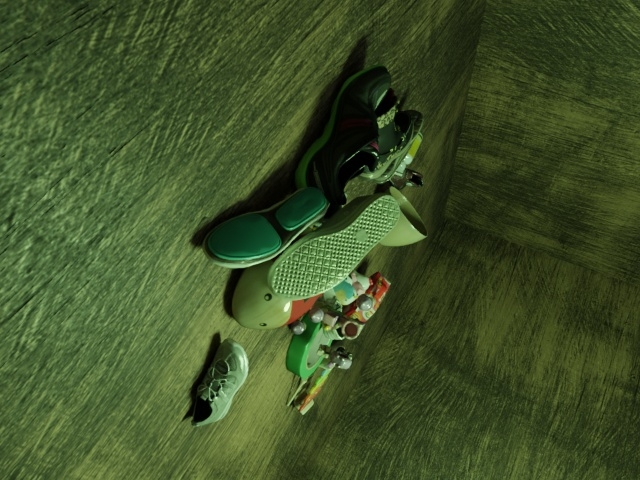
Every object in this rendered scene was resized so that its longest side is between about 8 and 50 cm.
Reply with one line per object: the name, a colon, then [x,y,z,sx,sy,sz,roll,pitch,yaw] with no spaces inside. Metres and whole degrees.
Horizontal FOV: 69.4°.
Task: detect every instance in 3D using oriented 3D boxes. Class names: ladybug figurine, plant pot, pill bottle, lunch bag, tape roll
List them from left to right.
ladybug figurine: [-0.087,0.119,1.417,0.449,0.162,0.305,-38,145,-52]
tape roll: [-0.031,0.430,1.988,0.321,0.077,0.321,-51,154,-37]
lunch bag: [0.227,0.293,2.273,0.258,0.120,0.293,-44,-176,45]
plant pot: [0.337,-0.082,2.152,0.191,0.284,0.284,-37,170,23]
pill bottle: [0.381,-0.410,2.090,0.184,0.103,0.103,-62,159,-12]

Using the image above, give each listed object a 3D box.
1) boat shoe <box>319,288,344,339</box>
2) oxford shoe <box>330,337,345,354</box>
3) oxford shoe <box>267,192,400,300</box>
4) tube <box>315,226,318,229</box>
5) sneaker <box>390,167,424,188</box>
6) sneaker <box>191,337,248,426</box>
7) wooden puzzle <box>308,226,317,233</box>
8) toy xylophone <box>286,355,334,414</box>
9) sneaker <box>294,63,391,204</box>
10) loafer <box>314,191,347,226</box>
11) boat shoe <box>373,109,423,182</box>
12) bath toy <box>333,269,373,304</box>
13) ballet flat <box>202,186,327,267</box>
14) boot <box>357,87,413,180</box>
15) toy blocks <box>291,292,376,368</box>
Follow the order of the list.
boat shoe: [0.044,0.269,1.848,0.096,0.088,0.267,-10,94,-43]
oxford shoe: [0.081,0.536,2.333,0.271,0.098,0.096,-23,132,-61]
oxford shoe: [0.034,0.012,1.306,0.449,0.130,0.169,-38,114,-21]
tube: [0.000,0.000,1.677,0.080,0.052,0.207,-42,154,-36]
sneaker: [0.428,-0.284,2.246,0.106,0.163,0.281,-68,159,2]
sneaker: [-0.288,0.412,1.308,0.115,0.105,0.281,-15,126,-64]
wooden puzzle: [-0.009,0.011,1.386,0.014,0.078,0.116,-43,-165,29]
toy xylophone: [-0.041,0.678,2.156,0.236,0.081,0.322,-31,150,-55]
sneaker: [0.107,-0.306,1.396,0.482,0.202,0.185,-63,160,-9]
loafer: [0.025,-0.106,1.520,0.319,0.111,0.112,-34,143,-59]
boat shoe: [0.307,-0.390,1.933,0.355,0.132,0.130,-54,167,-9]
bath toy: [0.140,0.204,2.061,0.348,0.129,0.151,3,90,-70]
ballet flat: [-0.138,-0.017,1.199,0.400,0.139,0.139,-33,142,-40]
boot: [0.242,-0.432,1.701,0.377,0.138,0.284,-49,153,-27]
toy blocks: [0.016,0.287,1.672,0.308,0.289,0.260,-65,164,2]
